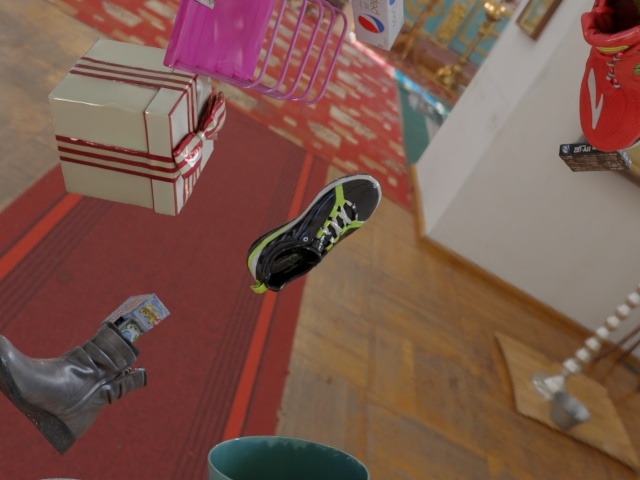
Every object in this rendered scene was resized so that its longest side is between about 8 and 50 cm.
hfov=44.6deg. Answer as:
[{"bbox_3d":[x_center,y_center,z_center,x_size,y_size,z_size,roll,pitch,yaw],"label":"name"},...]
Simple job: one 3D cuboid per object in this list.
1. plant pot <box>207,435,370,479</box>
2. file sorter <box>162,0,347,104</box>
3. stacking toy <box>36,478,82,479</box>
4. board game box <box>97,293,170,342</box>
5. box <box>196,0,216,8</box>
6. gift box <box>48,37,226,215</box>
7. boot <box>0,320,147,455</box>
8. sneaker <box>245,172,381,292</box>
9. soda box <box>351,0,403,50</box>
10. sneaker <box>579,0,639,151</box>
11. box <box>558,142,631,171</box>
[{"bbox_3d":[-0.073,0.514,1.405,0.292,0.235,0.293,9,4,-1],"label":"plant pot"},{"bbox_3d":[-0.096,-0.357,1.350,0.182,0.202,0.290,23,12,18],"label":"file sorter"},{"bbox_3d":[-0.410,0.313,0.915,0.308,0.280,0.130,-6,53,1],"label":"stacking toy"},{"bbox_3d":[-0.418,0.183,1.680,0.060,0.194,0.194,53,51,-12],"label":"board game box"},{"bbox_3d":[-0.210,-0.365,1.075,0.094,0.027,0.137,30,11,15],"label":"box"},{"bbox_3d":[-0.324,-0.206,1.475,0.258,0.276,0.255,10,48,7],"label":"gift box"},{"bbox_3d":[-0.451,0.214,1.383,0.118,0.222,0.338,35,-26,30],"label":"boot"},{"bbox_3d":[0.000,0.000,1.110,0.084,0.234,0.097,51,2,-31],"label":"sneaker"},{"bbox_3d":[0.100,-0.429,1.369,0.073,0.069,0.216,23,-16,14],"label":"soda box"},{"bbox_3d":[0.275,-0.187,0.698,0.118,0.279,0.107,-26,55,-22],"label":"sneaker"},{"bbox_3d":[0.388,-0.118,1.101,0.083,0.018,0.067,1,-16,37],"label":"box"}]
